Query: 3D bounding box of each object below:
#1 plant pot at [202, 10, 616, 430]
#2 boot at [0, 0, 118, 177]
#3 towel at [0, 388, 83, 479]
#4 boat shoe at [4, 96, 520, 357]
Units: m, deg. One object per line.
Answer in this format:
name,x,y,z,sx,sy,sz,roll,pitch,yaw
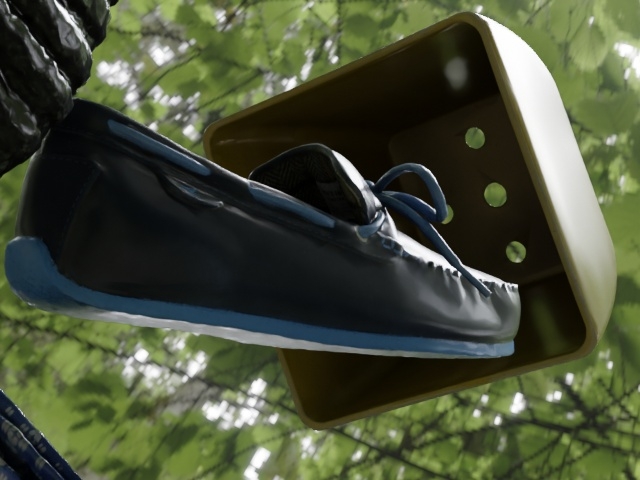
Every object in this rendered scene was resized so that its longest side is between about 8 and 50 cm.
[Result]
plant pot,0.085,-0.018,0.893,0.212,0.187,0.212,-20,-92,31
boot,-0.172,-0.074,0.346,0.131,0.348,0.260,31,-25,13
towel,-0.143,0.179,0.521,0.336,0.040,0.243,38,-61,32
boat shoe,0.000,0.000,0.548,0.109,0.258,0.089,-1,-100,41
